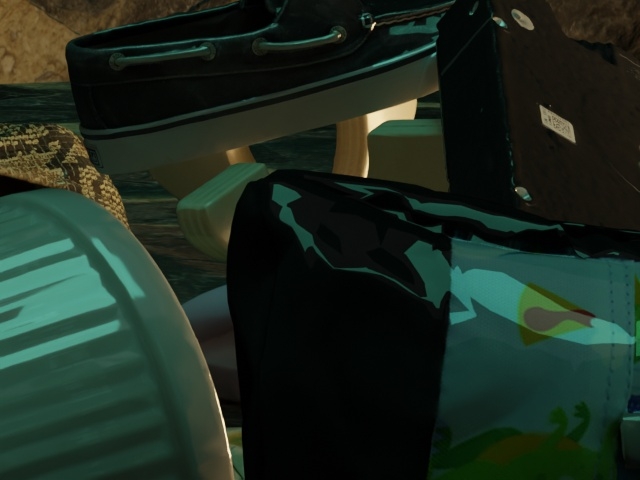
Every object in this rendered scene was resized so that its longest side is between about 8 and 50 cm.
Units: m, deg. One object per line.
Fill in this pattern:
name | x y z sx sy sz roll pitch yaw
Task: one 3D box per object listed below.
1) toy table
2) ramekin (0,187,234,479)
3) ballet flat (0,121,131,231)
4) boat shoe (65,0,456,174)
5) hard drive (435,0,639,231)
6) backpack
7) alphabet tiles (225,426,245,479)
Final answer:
toy table | 0.000 0.000 1.295 0.274 0.161 0.252 -5 22 24
ramekin | -0.135 0.089 0.808 0.109 0.207 0.207 -14 18 -34
ballet flat | -0.361 -0.017 1.507 0.483 0.164 0.182 -1 26 -32
boat shoe | -0.015 -0.133 1.274 0.301 0.102 0.108 -16 21 -7
hard drive | 0.179 0.001 1.136 0.237 0.064 0.339 28 31 -20
backpack | 0.161 0.115 0.590 0.355 0.273 0.290 -5 -27 -2
alphabet tiles | -0.065 0.138 1.052 0.284 0.021 0.278 0 10 -15
